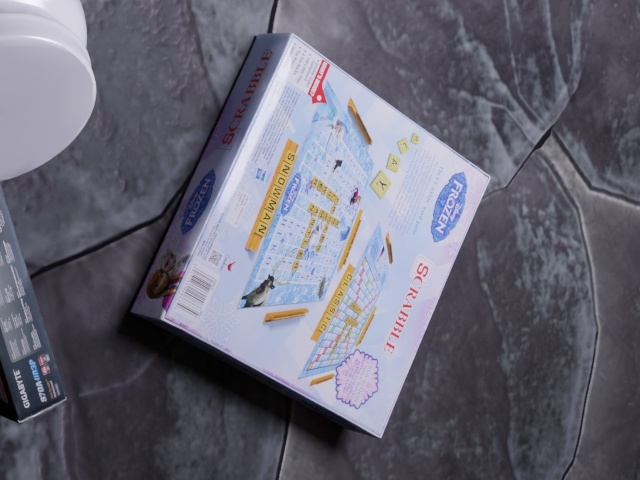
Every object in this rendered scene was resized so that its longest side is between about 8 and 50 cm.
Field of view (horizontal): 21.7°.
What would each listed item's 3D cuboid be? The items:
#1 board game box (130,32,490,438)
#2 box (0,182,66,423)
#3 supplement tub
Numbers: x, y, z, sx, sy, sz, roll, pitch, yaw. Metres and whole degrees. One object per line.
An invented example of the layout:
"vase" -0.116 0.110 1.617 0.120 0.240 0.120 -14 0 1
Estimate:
"board game box" 0.000 0.000 1.736 0.318 0.066 0.319 33 75 -35
"box" -0.307 0.035 1.436 0.051 0.175 0.220 -25 111 -32
"supplement tub" -0.298 -0.198 1.330 0.191 0.272 0.191 -18 148 -12
